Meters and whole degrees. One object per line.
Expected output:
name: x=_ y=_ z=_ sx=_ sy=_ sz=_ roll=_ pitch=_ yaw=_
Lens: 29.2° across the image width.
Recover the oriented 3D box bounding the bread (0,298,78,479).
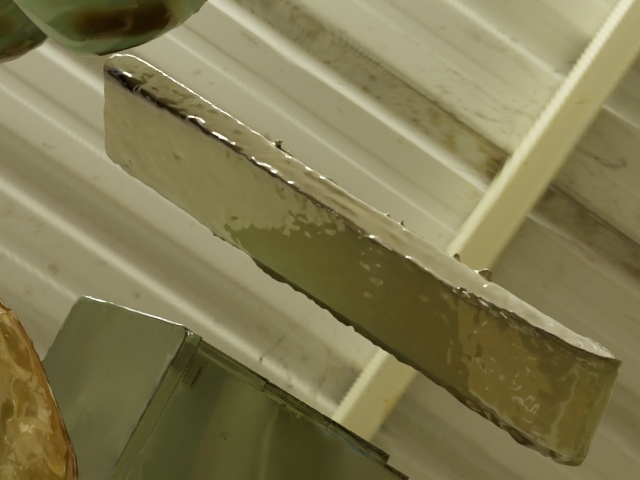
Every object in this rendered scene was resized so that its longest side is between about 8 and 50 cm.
bread: x=-0.156 y=0.058 z=0.310 sx=0.134 sy=0.244 sz=0.244 roll=-29 pitch=-82 yaw=8

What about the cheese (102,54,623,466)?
cheese: x=0.002 y=0.000 z=0.745 sx=0.400 sy=0.034 sz=0.085 roll=33 pitch=-45 yaw=31

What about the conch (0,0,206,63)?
conch: x=-0.110 y=-0.225 z=0.685 sx=0.197 sy=0.249 sz=0.368 roll=22 pitch=-83 yaw=-31

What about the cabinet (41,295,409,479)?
cabinet: x=-0.079 y=0.152 z=0.794 sx=0.206 sy=0.145 sz=0.150 roll=36 pitch=-106 yaw=-34
